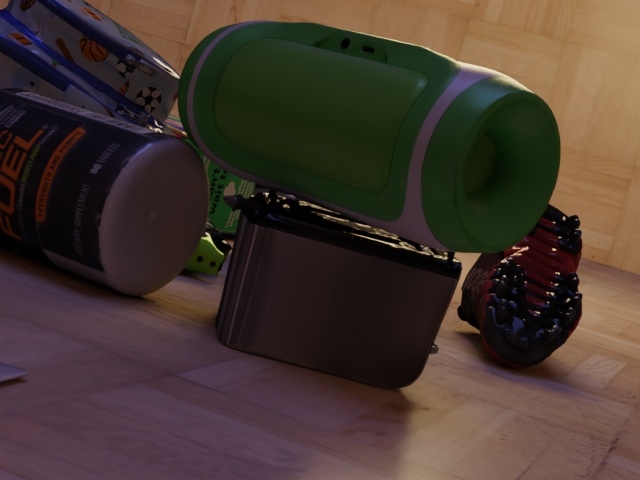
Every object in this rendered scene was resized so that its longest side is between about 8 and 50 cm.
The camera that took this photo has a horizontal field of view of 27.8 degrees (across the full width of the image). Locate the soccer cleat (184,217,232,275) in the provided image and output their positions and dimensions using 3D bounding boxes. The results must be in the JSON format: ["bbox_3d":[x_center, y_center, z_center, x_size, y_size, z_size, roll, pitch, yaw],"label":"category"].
[{"bbox_3d":[-0.125,-0.001,1.261,0.072,0.060,0.179,24,11,-10],"label":"soccer cleat"}]

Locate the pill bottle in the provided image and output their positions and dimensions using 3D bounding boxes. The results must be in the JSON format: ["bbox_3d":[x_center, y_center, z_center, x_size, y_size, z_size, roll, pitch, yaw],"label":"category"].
[{"bbox_3d":[-0.221,-0.049,1.060,0.245,0.130,0.130,18,6,31],"label":"pill bottle"}]

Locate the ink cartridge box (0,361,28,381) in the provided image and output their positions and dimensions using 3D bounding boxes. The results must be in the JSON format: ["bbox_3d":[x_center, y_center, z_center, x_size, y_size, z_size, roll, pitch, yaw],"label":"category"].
[{"bbox_3d":[-0.243,0.020,0.662,0.181,0.062,0.104,18,6,15],"label":"ink cartridge box"}]

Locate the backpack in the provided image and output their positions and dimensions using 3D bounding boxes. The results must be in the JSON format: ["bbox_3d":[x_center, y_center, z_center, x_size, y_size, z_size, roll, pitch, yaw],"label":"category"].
[{"bbox_3d":[-0.274,-0.141,1.268,0.263,0.213,0.276,24,1,-24],"label":"backpack"}]

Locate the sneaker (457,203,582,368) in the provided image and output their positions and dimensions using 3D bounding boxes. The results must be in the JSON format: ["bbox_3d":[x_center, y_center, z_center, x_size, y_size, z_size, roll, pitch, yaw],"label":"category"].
[{"bbox_3d":[0.194,0.063,1.283,0.097,0.135,0.276,27,29,-1],"label":"sneaker"}]

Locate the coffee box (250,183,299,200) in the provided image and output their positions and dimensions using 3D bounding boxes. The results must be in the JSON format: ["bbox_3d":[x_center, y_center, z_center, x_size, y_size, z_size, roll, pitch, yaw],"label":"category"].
[{"bbox_3d":[0.000,0.000,1.331,0.141,0.098,0.246,15,6,-12],"label":"coffee box"}]

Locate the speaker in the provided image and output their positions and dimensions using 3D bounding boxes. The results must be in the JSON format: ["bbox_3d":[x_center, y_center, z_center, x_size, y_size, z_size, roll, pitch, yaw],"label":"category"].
[{"bbox_3d":[0.025,-0.082,0.937,0.131,0.131,0.296,10,8,-45],"label":"speaker"}]

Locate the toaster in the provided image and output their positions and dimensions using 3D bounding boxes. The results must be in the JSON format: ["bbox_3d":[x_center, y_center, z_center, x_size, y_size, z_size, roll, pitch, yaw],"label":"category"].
[{"bbox_3d":[0.004,0.030,0.989,0.185,0.110,0.168,15,5,-5],"label":"toaster"}]

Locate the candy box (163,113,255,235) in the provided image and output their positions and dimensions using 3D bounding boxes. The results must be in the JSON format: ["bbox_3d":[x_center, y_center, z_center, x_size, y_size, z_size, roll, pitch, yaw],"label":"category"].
[{"bbox_3d":[-0.196,-0.093,1.599,0.268,0.122,0.317,19,8,29],"label":"candy box"}]
